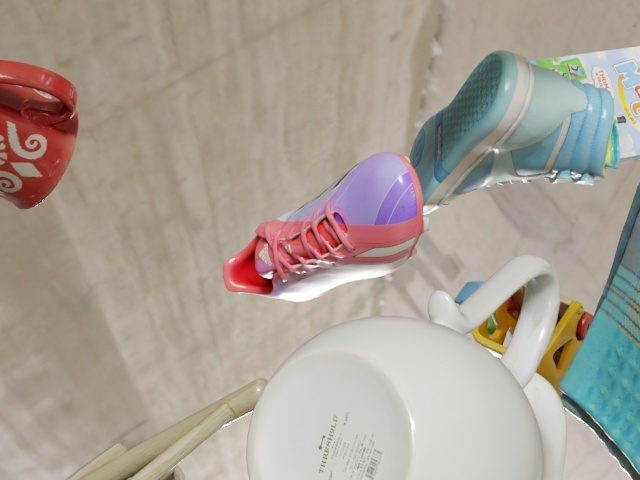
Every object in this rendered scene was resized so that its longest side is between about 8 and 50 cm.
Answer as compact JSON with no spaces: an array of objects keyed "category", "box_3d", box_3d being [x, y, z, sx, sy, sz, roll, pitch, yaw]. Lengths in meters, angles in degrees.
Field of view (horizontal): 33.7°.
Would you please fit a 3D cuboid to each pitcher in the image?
[{"category":"pitcher","box_3d":[0.061,0.081,0.526,0.125,0.178,0.207,11,-5,33]}]

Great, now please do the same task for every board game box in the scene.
[{"category":"board game box","box_3d":[0.381,-0.180,1.451,0.039,0.211,0.160,135,-58,-65]}]

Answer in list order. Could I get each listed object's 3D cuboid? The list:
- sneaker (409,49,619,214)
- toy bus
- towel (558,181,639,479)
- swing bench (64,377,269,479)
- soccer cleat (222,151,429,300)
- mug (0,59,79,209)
[{"category":"sneaker","box_3d":[0.237,-0.098,1.284,0.319,0.208,0.127,134,-35,-64]},{"category":"toy bus","box_3d":[0.226,0.132,1.103,0.202,0.104,0.191,40,-21,-3]},{"category":"towel","box_3d":[0.252,0.065,0.548,0.370,0.040,0.272,-119,-139,-63]},{"category":"swing bench","box_3d":[-0.089,0.272,0.764,0.254,0.165,0.253,-32,-87,48]},{"category":"soccer cleat","box_3d":[0.000,0.000,0.811,0.248,0.095,0.083,-33,-109,65]},{"category":"mug","box_3d":[-0.309,-0.123,0.946,0.169,0.150,0.113,25,23,-39]}]
